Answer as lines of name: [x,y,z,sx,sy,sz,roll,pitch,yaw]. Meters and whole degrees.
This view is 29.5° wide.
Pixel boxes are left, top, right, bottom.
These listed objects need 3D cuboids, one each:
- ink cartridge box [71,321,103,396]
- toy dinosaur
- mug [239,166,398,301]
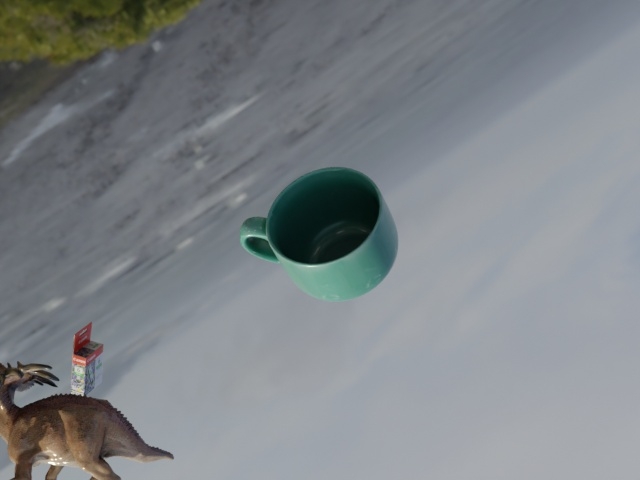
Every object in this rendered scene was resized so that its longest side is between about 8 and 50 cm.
ink cartridge box: [-0.402,0.205,2.099,0.063,0.029,0.115,-44,145,-62]
toy dinosaur: [-0.344,0.244,1.614,0.295,0.200,0.127,4,-177,-2]
mug: [0.008,-0.005,1.310,0.129,0.157,0.097,-49,142,-15]
